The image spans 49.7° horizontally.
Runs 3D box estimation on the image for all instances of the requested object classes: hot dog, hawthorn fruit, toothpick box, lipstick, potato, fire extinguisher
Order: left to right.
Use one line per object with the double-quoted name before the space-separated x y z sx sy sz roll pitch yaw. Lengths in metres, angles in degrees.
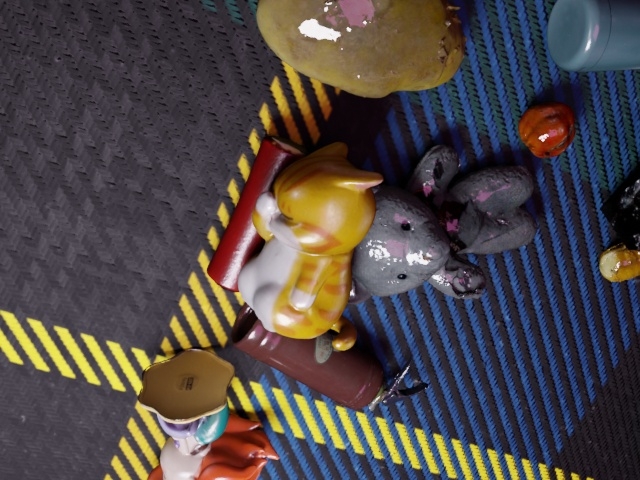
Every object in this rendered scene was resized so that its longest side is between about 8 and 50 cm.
"lipstick" -0.094 -0.038 1.038 0.080 0.080 0.241 19 108 -18
"fire extinguisher" 0.029 0.194 1.146 0.344 0.102 0.138 32 102 -21
"potato" 0.065 -0.293 0.930 0.296 0.141 0.191 13 112 -18
"hawthorn fruit" 0.354 -0.174 1.066 0.093 0.093 0.093 -4 113 -9
"toothpick box" 0.439 -0.306 1.006 0.184 0.120 0.120 -2 113 -13
"hot dog" 0.626 0.003 1.201 0.289 0.068 0.083 -21 122 -3

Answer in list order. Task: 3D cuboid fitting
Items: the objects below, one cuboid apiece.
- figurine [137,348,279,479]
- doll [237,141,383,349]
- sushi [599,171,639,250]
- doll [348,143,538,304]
"figurine" -0.191 0.331 1.128 0.208 0.181 0.257 -23 126 -33
"doll" -0.016 0.010 0.958 0.162 0.167 0.269 -6 121 -33
"sushi" 0.624 -0.059 1.072 0.227 0.215 0.212 -24 76 -19
"doll" 0.189 -0.020 1.056 0.341 0.158 0.245 -9 105 -6
